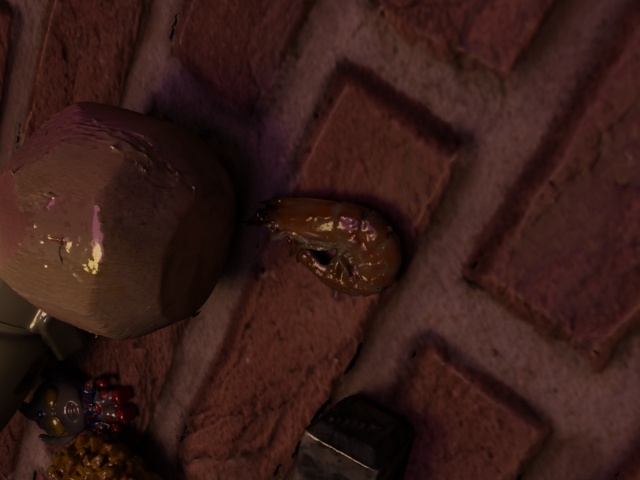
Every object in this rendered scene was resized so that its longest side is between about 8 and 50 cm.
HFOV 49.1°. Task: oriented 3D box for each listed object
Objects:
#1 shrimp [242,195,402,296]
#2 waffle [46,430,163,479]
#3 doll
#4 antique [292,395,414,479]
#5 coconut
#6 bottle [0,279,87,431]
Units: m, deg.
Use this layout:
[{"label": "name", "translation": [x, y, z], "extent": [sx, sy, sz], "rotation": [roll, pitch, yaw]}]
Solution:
[{"label": "shrimp", "translation": [0.000, 0.000, 0.694], "extent": [0.180, 0.041, 0.099], "rotation": [15, 125, 28]}, {"label": "waffle", "translation": [-0.275, 0.344, 0.920], "extent": [0.197, 0.070, 0.193], "rotation": [-32, 97, 39]}, {"label": "doll", "translation": [-0.337, 0.228, 0.954], "extent": [0.195, 0.062, 0.104], "rotation": [-7, 117, 24]}, {"label": "antique", "translation": [0.026, 0.254, 0.707], "extent": [0.086, 0.088, 0.183], "rotation": [21, 114, 26]}, {"label": "coconut", "translation": [-0.214, -0.026, 0.713], "extent": [0.230, 0.227, 0.227], "rotation": [19, 113, 17]}, {"label": "bottle", "translation": [-0.413, 0.093, 0.869], "extent": [0.229, 0.229, 0.351], "rotation": [44, 106, 16]}]
